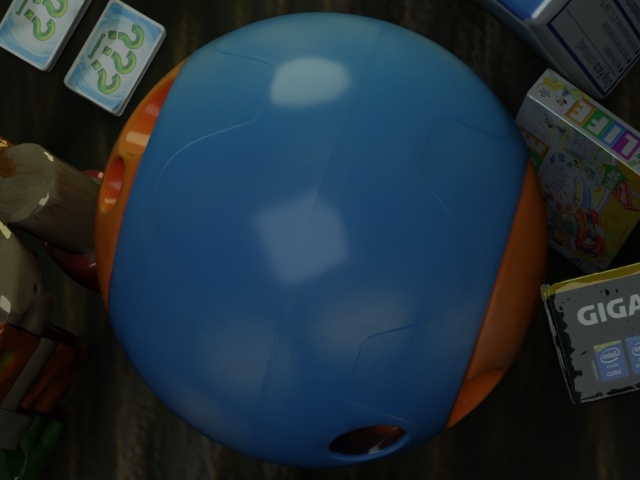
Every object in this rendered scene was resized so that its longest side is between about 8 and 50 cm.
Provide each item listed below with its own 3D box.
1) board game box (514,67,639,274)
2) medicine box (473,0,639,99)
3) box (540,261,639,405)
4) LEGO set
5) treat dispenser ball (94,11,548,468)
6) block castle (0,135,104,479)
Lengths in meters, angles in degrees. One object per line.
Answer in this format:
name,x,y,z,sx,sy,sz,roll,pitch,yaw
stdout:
board game box,0.169,-0.040,1.106,0.103,0.154,0.026,37,68,11
medicine box,0.167,-0.291,1.081,0.289,0.149,0.263,-48,61,5
box,0.306,0.029,1.024,0.322,0.257,0.079,-14,85,10
LEGO set,-0.167,-0.242,1.227,0.182,0.060,0.244,32,93,7
treat dispenser ball,0.000,0.000,1.056,0.288,0.288,0.288,0,88,11
block castle,-0.335,0.091,1.172,0.303,0.213,0.453,31,87,22
